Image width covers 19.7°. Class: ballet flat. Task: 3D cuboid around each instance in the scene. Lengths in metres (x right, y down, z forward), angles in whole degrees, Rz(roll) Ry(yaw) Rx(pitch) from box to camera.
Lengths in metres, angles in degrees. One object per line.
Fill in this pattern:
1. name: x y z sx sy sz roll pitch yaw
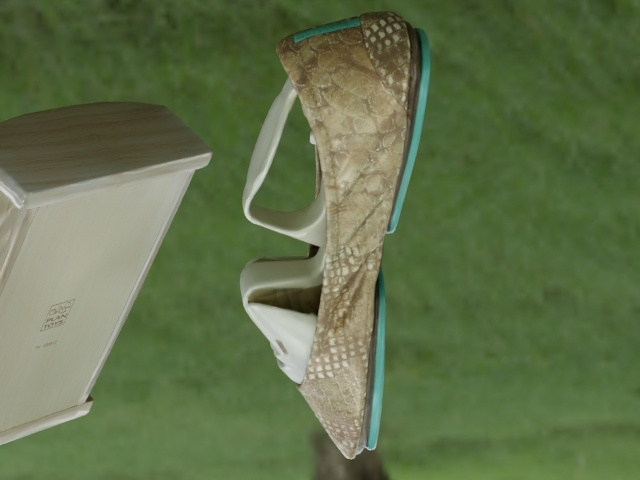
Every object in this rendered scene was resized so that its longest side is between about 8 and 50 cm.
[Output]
1. ballet flat: 0.000 0.000 0.763 0.067 0.206 0.073 2 -152 -6

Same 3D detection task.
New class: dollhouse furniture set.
1. dollhouse furniture set: -0.268 -0.044 1.000 0.286 0.303 0.198 -17 142 -50
